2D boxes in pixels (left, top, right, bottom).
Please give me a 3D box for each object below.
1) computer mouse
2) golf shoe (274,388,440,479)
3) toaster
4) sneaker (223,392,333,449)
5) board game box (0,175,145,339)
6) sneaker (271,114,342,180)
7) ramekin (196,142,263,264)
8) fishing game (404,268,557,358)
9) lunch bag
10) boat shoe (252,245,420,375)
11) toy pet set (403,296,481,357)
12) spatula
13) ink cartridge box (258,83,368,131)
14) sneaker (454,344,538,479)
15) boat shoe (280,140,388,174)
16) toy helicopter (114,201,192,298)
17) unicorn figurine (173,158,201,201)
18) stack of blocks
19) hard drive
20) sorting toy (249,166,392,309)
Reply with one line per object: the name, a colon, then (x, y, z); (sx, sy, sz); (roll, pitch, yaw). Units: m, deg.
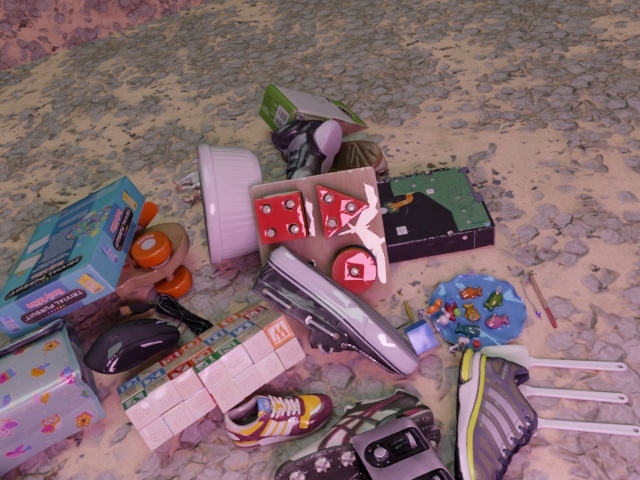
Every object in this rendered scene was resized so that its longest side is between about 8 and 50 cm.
computer mouse: (-0.359, 0.163, 1.173); (0.184, 0.060, 0.262); (24, 28, 36)
golf shoe: (0.052, 0.327, 0.952); (0.273, 0.105, 0.120); (-18, 24, -12)
toaster: (0.129, 0.367, 0.825); (0.110, 0.185, 0.168); (-21, 34, -12)
sneaker: (-0.070, 0.294, 1.010); (0.186, 0.084, 0.069); (-19, 42, -6)
board game box: (-0.525, 0.026, 1.269); (0.254, 0.079, 0.336); (-25, 34, 13)
sneaker: (-0.064, -0.189, 1.476); (0.153, 0.101, 0.268); (23, 80, 29)
ramekin: (-0.198, -0.086, 1.333); (0.127, 0.272, 0.273); (-7, 41, -12)
fishing game: (0.298, 0.126, 1.135); (0.264, 0.041, 0.189); (-11, 45, 3)
lunch bag: (-0.548, 0.263, 1.112); (0.223, 0.160, 0.262); (-27, 37, -18)
boat shoe: (0.023, 0.149, 1.093); (0.335, 0.121, 0.119); (38, 96, 12)
toy pet set: (0.209, 0.153, 1.077); (0.114, 0.065, 0.122); (-27, 45, 0)
spatula: (0.391, 0.249, 0.993); (0.242, 0.019, 0.168); (0, 43, 14)
ink cartridge box: (-0.019, -0.344, 1.699); (0.255, 0.097, 0.189); (5, 31, -33)
sneaker: (0.266, 0.296, 0.901); (0.121, 0.111, 0.300); (3, 50, 13)
boat shoe: (0.031, -0.210, 1.543); (0.285, 0.089, 0.104); (13, 82, 26)
toy helicopter: (-0.468, 0.044, 1.351); (0.355, 0.140, 0.235); (-19, 43, 2)
unicorn figurine: (-0.337, -0.165, 1.606); (0.111, 0.060, 0.162); (-27, 60, -15)
stack of blocks: (-0.195, 0.233, 1.053); (0.297, 0.087, 0.171); (-32, 15, -19)
hard drive: (0.193, -0.054, 1.339); (0.339, 0.064, 0.237); (-11, 42, 3)
sorting toy: (0.000, 0.000, 1.181); (0.256, 0.257, 0.089); (-9, 6, 4)
